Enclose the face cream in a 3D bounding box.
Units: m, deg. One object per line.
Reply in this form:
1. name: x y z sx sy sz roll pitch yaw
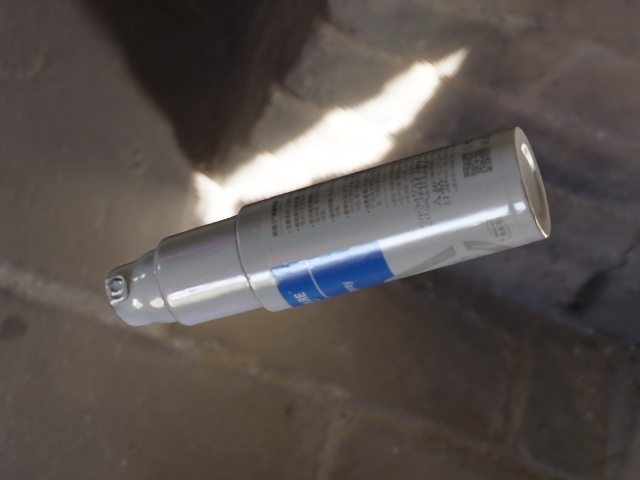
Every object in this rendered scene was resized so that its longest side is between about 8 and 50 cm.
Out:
1. face cream: 0.000 0.000 0.531 0.130 0.034 0.034 -15 65 16
